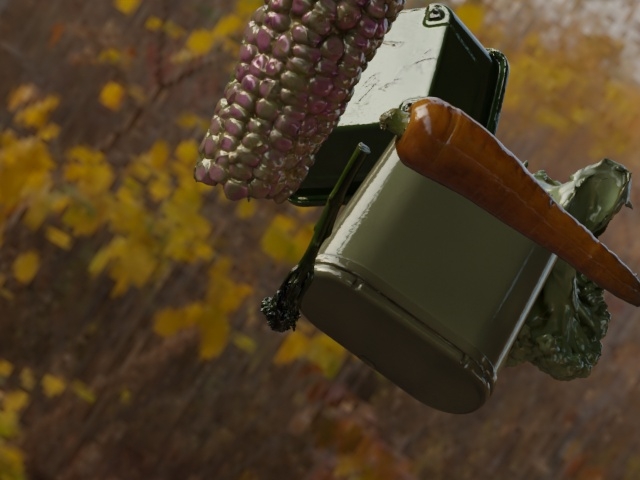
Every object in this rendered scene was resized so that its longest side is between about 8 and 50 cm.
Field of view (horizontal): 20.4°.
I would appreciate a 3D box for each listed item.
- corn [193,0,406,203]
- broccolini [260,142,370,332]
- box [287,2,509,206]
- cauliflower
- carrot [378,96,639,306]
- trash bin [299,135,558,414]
[{"bbox_3d":[0.000,-0.184,1.505,0.127,0.335,0.126,25,3,-1],"label":"corn"},{"bbox_3d":[0.001,0.001,1.757,0.042,0.218,0.044,32,20,7],"label":"broccolini"},{"bbox_3d":[0.073,-0.191,2.489,0.329,0.252,0.178,-5,-33,32],"label":"box"},{"bbox_3d":[0.225,0.018,2.114,0.327,0.260,0.281,44,-13,11],"label":"cauliflower"},{"bbox_3d":[0.157,-0.033,1.385,0.257,0.061,0.061,34,7,-3],"label":"carrot"},{"bbox_3d":[0.126,0.025,1.913,0.243,0.247,0.121,37,-31,-5],"label":"trash bin"}]
